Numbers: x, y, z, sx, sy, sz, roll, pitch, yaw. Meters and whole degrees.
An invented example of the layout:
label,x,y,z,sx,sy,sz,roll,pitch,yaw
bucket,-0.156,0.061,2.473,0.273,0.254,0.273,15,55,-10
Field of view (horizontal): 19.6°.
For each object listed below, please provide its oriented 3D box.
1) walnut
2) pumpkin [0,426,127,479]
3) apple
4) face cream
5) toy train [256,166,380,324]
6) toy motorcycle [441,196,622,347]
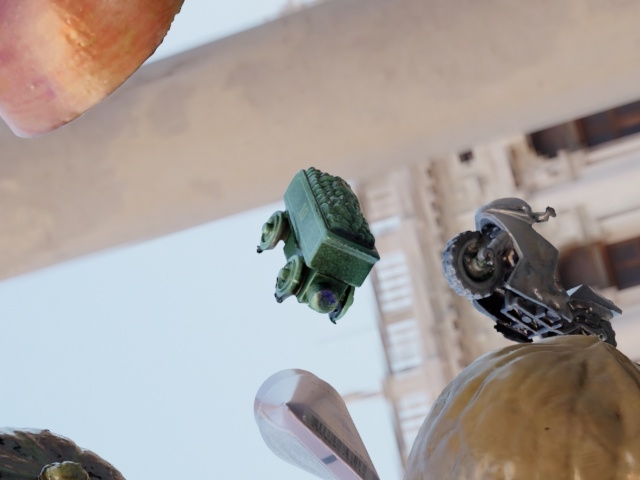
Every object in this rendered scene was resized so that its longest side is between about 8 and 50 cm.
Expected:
label,x,y,z,sx,sy,sz,roll,pitch,yaw
walnut,0.161,0.172,1.221,0.228,0.228,0.228,51,-150,-46
pumpkin,-0.290,0.308,1.772,0.315,0.238,0.315,22,-150,-14
apple,-0.261,-0.259,1.760,0.163,0.251,0.293,42,-162,-30
face cream,-0.007,0.200,1.938,0.154,0.096,0.274,48,176,-13
toy train,0.000,0.000,1.590,0.070,0.099,0.172,23,-161,-20
toy motorcycle,0.265,0.046,2.267,0.270,0.106,0.159,31,-123,-23
